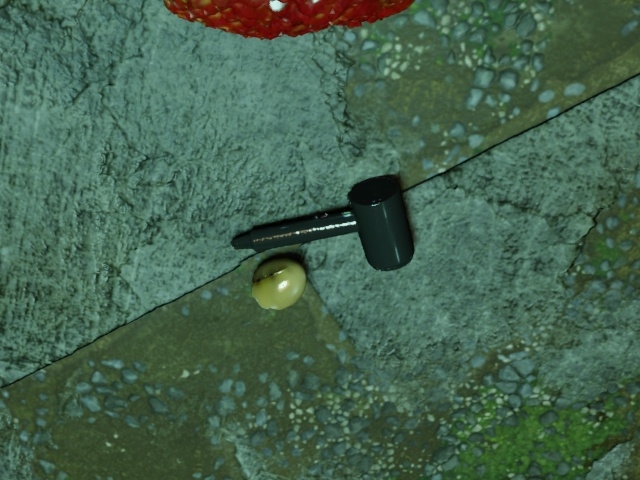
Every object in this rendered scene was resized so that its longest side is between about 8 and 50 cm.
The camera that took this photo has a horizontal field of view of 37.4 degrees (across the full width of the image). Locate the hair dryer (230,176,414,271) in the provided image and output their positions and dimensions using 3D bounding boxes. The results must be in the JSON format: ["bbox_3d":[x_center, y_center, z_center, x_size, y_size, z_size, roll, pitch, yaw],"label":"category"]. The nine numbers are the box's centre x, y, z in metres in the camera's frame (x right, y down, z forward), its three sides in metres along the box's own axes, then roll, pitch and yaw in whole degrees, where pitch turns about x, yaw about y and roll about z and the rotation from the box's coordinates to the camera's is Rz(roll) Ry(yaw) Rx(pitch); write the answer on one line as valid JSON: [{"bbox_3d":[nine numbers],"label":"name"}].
[{"bbox_3d":[0.000,-0.001,1.294,0.248,0.070,0.114,-13,116,9],"label":"hair dryer"}]

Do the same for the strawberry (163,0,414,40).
[{"bbox_3d":[-0.028,-0.363,1.017,0.344,0.292,0.292,-2,118,16],"label":"strawberry"}]

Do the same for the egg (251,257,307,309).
[{"bbox_3d":[-0.055,0.059,1.315,0.083,0.071,0.071,-25,116,33],"label":"egg"}]
